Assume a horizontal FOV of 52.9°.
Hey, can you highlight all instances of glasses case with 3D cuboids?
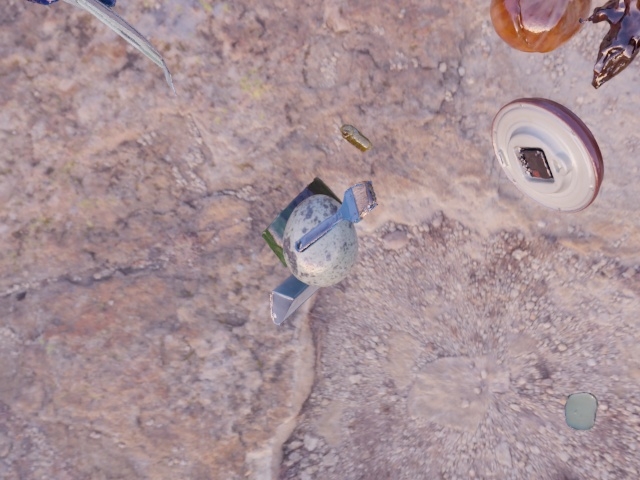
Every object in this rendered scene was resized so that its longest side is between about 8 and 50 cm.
[{"bbox_3d":[-0.025,0.085,1.494,0.056,0.266,0.105,39,132,11],"label":"glasses case"}]

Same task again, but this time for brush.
[{"bbox_3d":[0.017,-0.027,0.890,0.164,0.014,0.051,-38,52,37],"label":"brush"}]

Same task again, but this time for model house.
[{"bbox_3d":[0.552,0.357,1.357,0.066,0.083,0.078,3,81,29],"label":"model house"}]

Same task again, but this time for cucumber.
[{"bbox_3d":[-0.025,-0.032,1.363,0.130,0.191,0.191,45,91,3],"label":"cucumber"}]

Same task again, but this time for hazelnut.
[{"bbox_3d":[0.390,-0.412,1.115,0.182,0.182,0.182,-3,77,13],"label":"hazelnut"}]

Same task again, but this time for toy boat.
[{"bbox_3d":[-0.267,-0.254,0.667,0.210,0.291,0.070,38,92,15],"label":"toy boat"}]

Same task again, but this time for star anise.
[{"bbox_3d":[0.345,-0.234,0.627,0.157,0.054,0.212,45,130,28],"label":"star anise"}]

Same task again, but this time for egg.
[{"bbox_3d":[0.000,0.000,1.116,0.132,0.132,0.172,8,122,16],"label":"egg"}]

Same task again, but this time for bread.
[{"bbox_3d":[0.081,-0.234,1.482,0.088,0.049,0.033,35,90,-26],"label":"bread"}]

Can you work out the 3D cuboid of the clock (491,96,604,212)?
[{"bbox_3d":[0.540,-0.200,1.566,0.080,0.318,0.318,-34,71,-17],"label":"clock"}]
